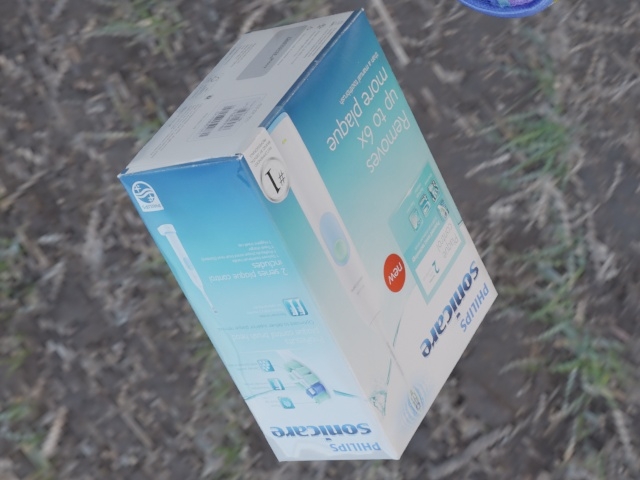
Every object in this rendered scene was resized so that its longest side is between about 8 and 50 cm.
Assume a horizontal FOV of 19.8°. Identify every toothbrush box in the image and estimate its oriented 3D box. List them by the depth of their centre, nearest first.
[{"bbox_3d":[0.000,0.000,1.468,0.126,0.216,0.295,-5,123,36],"label":"toothbrush box"}]

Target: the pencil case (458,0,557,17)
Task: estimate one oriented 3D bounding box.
[{"bbox_3d":[0.178,-0.226,0.909,0.133,0.306,0.119,-2,119,62],"label":"pencil case"}]
